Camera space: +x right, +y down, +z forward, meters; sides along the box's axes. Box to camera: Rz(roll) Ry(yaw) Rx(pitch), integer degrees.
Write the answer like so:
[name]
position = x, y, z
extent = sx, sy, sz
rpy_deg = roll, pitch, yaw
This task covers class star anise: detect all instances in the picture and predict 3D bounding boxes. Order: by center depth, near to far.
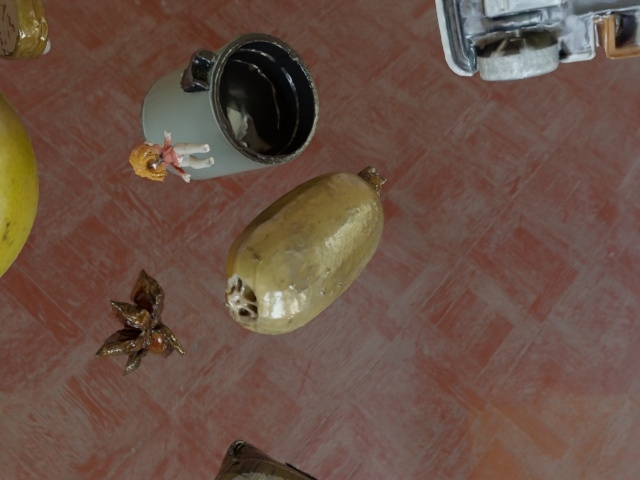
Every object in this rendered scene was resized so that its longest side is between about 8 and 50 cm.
[star anise]
position = -0.339, 0.157, 1.253
extent = 0.111, 0.212, 0.196
rpy_deg = -12, 74, 23

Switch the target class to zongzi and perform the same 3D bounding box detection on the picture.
[zongzi]
position = -0.075, 0.507, 1.167
extent = 0.290, 0.317, 0.154
rpy_deg = 24, 88, 4

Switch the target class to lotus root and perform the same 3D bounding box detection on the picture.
[lotus root]
position = 0.000, 0.000, 0.919
extent = 0.152, 0.169, 0.343
rpy_deg = 30, 49, 24

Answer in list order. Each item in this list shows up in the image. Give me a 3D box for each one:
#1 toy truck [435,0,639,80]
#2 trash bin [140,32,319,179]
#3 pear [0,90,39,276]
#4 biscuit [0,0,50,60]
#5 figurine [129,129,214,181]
[toy truck]
position = 0.300, -0.253, 0.551
extent = 0.388, 0.173, 0.207
rpy_deg = -3, 23, 21
[trash bin]
position = -0.165, -0.227, 1.162
extent = 0.277, 0.263, 0.217
rpy_deg = 23, 74, -37
[pear]
position = -0.419, -0.020, 0.637
extent = 0.285, 0.285, 0.336
rpy_deg = -5, 93, -14
[biscuit]
position = -0.315, -0.407, 0.657
extent = 0.283, 0.431, 0.064
rpy_deg = 36, 31, 27
[figurine]
position = -0.167, -0.092, 0.723
extent = 0.109, 0.064, 0.047
rpy_deg = 1, 30, 32
